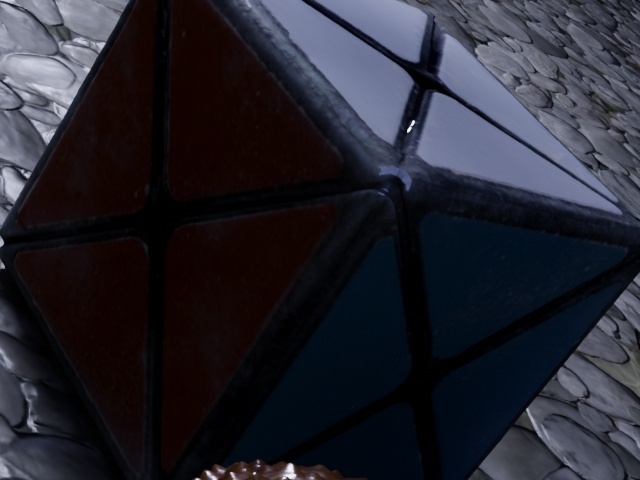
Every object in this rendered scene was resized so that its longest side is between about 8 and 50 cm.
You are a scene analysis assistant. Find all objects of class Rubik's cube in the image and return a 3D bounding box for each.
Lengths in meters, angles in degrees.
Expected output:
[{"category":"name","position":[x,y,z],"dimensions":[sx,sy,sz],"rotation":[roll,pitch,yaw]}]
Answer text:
[{"category":"Rubik's cube","position":[0.000,0.000,0.830],"dimensions":[0.260,0.259,0.255],"rotation":[5,38,-45]}]

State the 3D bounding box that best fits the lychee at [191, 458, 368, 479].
[{"category":"lychee","position":[-0.019,0.185,0.584],"dimensions":[0.188,0.188,0.188],"rotation":[27,25,-14]}]
